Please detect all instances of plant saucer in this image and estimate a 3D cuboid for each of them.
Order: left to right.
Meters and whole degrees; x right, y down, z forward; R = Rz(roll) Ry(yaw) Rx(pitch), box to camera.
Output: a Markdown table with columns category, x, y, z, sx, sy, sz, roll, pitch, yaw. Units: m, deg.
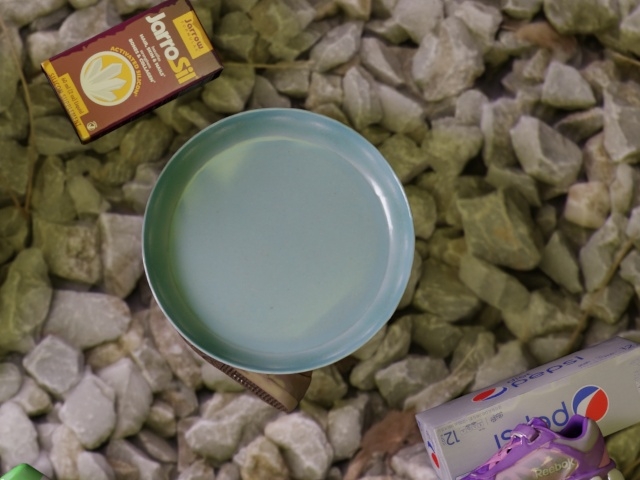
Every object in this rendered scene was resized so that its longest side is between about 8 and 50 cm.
| category | x | y | z | sx | sy | sz | roll | pitch | yaw |
| --- | --- | --- | --- | --- | --- | --- | --- | --- | --- |
| plant saucer | -0.049 | 0.001 | 1.617 | 0.318 | 0.043 | 0.317 | 0 | 78 | -1 |

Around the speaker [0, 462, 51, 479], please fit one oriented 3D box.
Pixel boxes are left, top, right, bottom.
| category | x | y | z | sx | sy | sz | roll | pitch | yaw |
| --- | --- | --- | --- | --- | --- | --- | --- | --- | --- |
| speaker | -0.288 | 0.403 | 1.591 | 0.131 | 0.131 | 0.296 | -39 | 96 | -7 |

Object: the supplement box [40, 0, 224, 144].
| category | x | y | z | sx | sy | sz | roll | pitch | yaw |
| --- | --- | --- | --- | --- | --- | --- | --- | --- | --- |
| supplement box | -0.220 | -0.201 | 1.617 | 0.188 | 0.081 | 0.104 | -28 | 95 | -8 |

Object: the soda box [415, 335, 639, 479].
| category | x | y | z | sx | sy | sz | roll | pitch | yaw |
| --- | --- | --- | --- | --- | --- | --- | --- | --- | --- |
| soda box | 0.269 | 0.212 | 1.689 | 0.286 | 0.098 | 0.091 | -20 | 96 | -8 |

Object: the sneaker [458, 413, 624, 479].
| category | x | y | z | sx | sy | sz | roll | pitch | yaw |
| --- | --- | --- | --- | --- | --- | --- | --- | --- | --- |
| sneaker | 0.233 | 0.261 | 1.594 | 0.236 | 0.095 | 0.104 | -12 | 95 | -15 |

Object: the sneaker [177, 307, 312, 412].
| category | x | y | z | sx | sy | sz | roll | pitch | yaw |
| --- | --- | --- | --- | --- | --- | --- | --- | --- | --- |
| sneaker | -0.093 | 0.128 | 1.659 | 0.188 | 0.066 | 0.071 | 40 | 67 | -12 |

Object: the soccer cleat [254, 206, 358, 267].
| category | x | y | z | sx | sy | sz | roll | pitch | yaw |
| --- | --- | --- | --- | --- | --- | --- | --- | --- | --- |
| soccer cleat | 0.000 | 0.000 | 1.666 | 0.179 | 0.060 | 0.072 | 12 | 87 | -6 |
